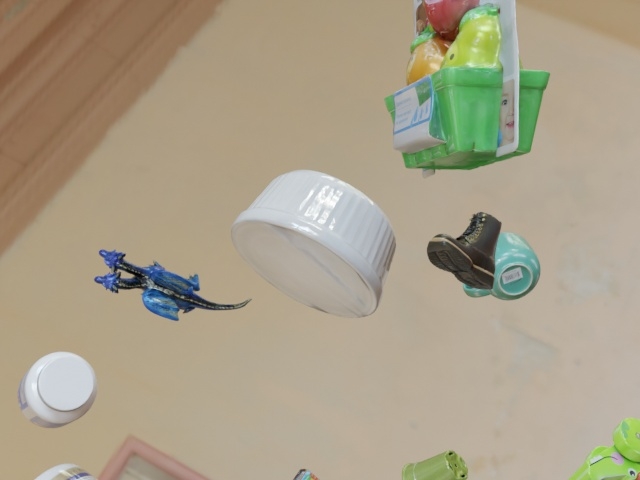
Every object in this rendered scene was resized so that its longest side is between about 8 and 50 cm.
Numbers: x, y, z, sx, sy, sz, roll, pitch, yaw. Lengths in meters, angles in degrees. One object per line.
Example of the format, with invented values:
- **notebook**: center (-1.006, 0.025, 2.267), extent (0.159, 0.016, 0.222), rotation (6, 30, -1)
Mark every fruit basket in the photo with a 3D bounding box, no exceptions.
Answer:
- **fruit basket**: center (0.180, -0.275, 1.486), extent (0.327, 0.165, 0.353), rotation (172, 91, -72)

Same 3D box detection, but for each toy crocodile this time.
- **toy crocodile**: center (0.515, 0.330, 1.694), extent (0.340, 0.105, 0.115), rotation (-13, -33, -39)

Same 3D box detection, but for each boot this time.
- **boot**: center (0.261, -0.007, 1.956), extent (0.198, 0.076, 0.137), rotation (37, -118, -52)

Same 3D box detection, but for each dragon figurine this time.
- **dragon figurine**: center (-0.283, 0.096, 2.035), extent (0.144, 0.289, 0.085), rotation (-35, -32, -84)

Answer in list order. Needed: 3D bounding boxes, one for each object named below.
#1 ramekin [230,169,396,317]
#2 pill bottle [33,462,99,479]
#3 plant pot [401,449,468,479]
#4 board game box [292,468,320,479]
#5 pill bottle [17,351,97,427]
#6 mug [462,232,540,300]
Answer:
- **ramekin**: center (0.000, 0.000, 1.764), extent (0.127, 0.272, 0.273), rotation (-59, -18, -23)
- **pill bottle**: center (-0.247, 0.398, 1.300), extent (0.153, 0.264, 0.153), rotation (-50, -20, -27)
- **plant pot**: center (0.181, 0.360, 1.654), extent (0.079, 0.083, 0.083), rotation (-39, -4, 29)
- **board game box**: center (-0.024, 0.498, 1.842), extent (0.170, 0.141, 0.048), rotation (-52, 8, -18)
- **pill bottle**: center (-0.456, 0.260, 1.892), extent (0.124, 0.124, 0.221), rotation (-58, 11, -22)
- **mug**: center (0.392, 0.072, 2.292), extent (0.097, 0.129, 0.158), rotation (-107, 40, -64)
